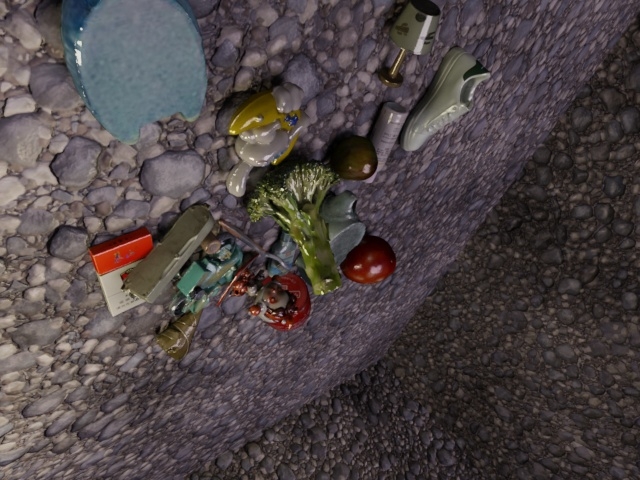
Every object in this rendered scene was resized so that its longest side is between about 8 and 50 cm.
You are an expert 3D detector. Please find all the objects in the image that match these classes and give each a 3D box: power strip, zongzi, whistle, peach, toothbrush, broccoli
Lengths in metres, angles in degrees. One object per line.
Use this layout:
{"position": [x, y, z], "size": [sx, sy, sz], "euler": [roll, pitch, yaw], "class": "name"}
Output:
{"position": [-0.359, 0.025, 1.079], "size": [0.286, 0.080, 0.048], "euler": [-55, 164, -16], "class": "power strip"}
{"position": [-0.426, 0.302, 1.448], "size": [0.178, 0.081, 0.189], "euler": [-45, 161, -21], "class": "zongzi"}
{"position": [0.021, -0.004, 1.518], "size": [0.188, 0.168, 0.405], "euler": [-30, 155, -22], "class": "whistle"}
{"position": [0.185, 0.081, 1.833], "size": [0.243, 0.199, 0.243], "euler": [-7, 173, -1], "class": "peach"}
{"position": [-0.192, 0.023, 1.355], "size": [0.037, 0.028, 0.375], "euler": [-33, 144, 9], "class": "toothbrush"}
{"position": [-0.059, -0.033, 1.182], "size": [0.252, 0.361, 0.221], "euler": [3, 164, -26], "class": "broccoli"}

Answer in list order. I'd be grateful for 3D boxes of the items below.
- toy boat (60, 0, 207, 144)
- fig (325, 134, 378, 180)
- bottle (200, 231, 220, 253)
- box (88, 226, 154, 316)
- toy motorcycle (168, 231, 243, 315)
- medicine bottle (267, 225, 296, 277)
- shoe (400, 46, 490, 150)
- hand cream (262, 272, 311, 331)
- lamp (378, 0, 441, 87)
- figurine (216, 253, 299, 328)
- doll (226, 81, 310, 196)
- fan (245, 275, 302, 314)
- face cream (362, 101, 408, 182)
{"position": [-0.304, -0.309, 0.730], "size": [0.215, 0.123, 0.330], "euler": [-26, 160, -16], "class": "toy boat"}
{"position": [0.048, -0.223, 1.315], "size": [0.245, 0.149, 0.149], "euler": [-14, 148, -3], "class": "fig"}
{"position": [-0.298, -0.012, 1.140], "size": [0.045, 0.096, 0.045], "euler": [-34, 152, -20], "class": "bottle"}
{"position": [-0.474, 0.082, 1.101], "size": [0.139, 0.035, 0.245], "euler": [-25, 148, -32], "class": "box"}
{"position": [-0.319, 0.095, 1.277], "size": [0.296, 0.109, 0.198], "euler": [-52, 162, 11], "class": "toy motorcycle"}
{"position": [-0.125, 0.040, 1.497], "size": [0.090, 0.054, 0.208], "euler": [-19, 144, -33], "class": "medicine bottle"}
{"position": [0.409, -0.425, 1.455], "size": [0.132, 0.160, 0.363], "euler": [-9, 136, -46], "class": "shoe"}
{"position": [-0.129, 0.221, 1.603], "size": [0.193, 0.193, 0.125], "euler": [-34, 151, -18], "class": "hand cream"}
{"position": [0.224, -0.500, 1.144], "size": [0.121, 0.121, 0.215], "euler": [-25, 156, -33], "class": "lamp"}
{"position": [-0.167, 0.184, 1.391], "size": [0.160, 0.226, 0.183], "euler": [-53, 180, 20], "class": "figurine"}
{"position": [-0.125, -0.241, 1.037], "size": [0.252, 0.111, 0.237], "euler": [-44, 164, -24], "class": "doll"}
{"position": [-0.166, 0.204, 1.716], "size": [0.282, 0.023, 0.057], "euler": [-29, 151, -29], "class": "fan"}
{"position": [0.188, -0.301, 1.414], "size": [0.082, 0.082, 0.269], "euler": [-19, 144, -40], "class": "face cream"}
